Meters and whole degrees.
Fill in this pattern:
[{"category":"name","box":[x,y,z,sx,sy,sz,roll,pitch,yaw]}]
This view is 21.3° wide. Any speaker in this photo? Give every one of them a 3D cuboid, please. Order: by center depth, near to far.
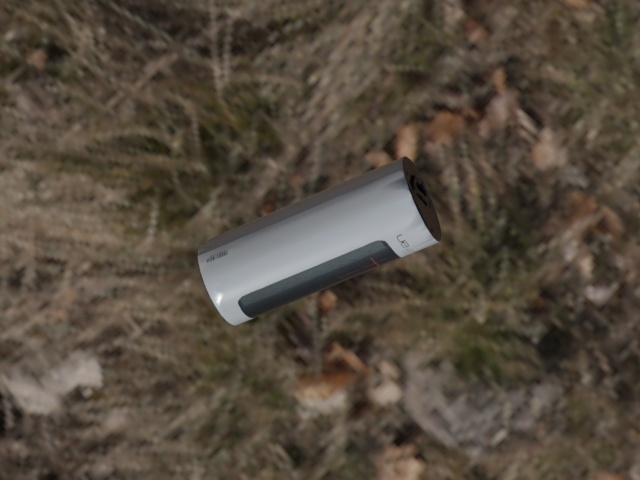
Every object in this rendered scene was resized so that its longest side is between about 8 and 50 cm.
[{"category":"speaker","box":[0.000,0.000,0.986,0.136,0.055,0.055,-22,147,14]}]
